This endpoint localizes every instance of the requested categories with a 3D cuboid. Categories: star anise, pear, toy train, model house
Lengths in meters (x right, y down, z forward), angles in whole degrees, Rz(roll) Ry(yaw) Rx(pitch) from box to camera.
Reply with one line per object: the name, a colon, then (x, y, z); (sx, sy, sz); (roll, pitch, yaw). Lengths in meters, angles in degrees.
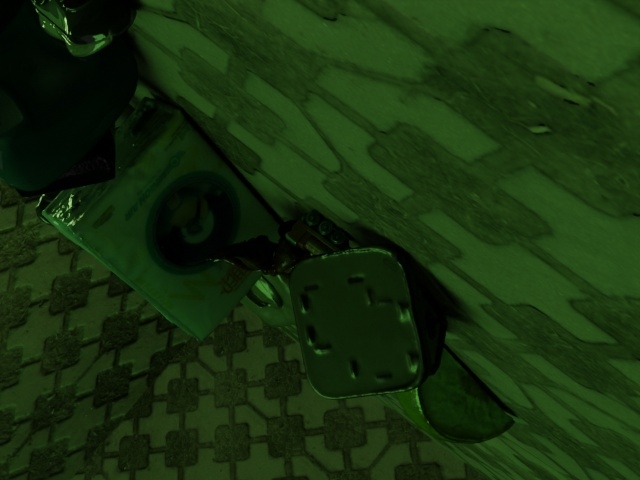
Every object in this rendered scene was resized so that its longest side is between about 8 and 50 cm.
star anise: (-0.072, 0.013, 1.613); (0.272, 0.103, 0.272); (5, 172, 1)
pear: (0.206, 0.278, 1.796); (0.288, 0.139, 0.239); (46, 177, -25)
toy train: (0.000, 0.000, 1.479); (0.103, 0.064, 0.044); (36, 168, 22)
model house: (0.106, 0.107, 1.449); (0.204, 0.218, 0.278); (-10, -179, 26)

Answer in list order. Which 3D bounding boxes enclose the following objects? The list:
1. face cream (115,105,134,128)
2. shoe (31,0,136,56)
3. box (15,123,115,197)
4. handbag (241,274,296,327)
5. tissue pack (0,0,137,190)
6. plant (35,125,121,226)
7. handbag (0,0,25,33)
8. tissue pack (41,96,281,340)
face cream: (-0.471, -0.281, 1.904); (0.143, 0.089, 0.314); (-29, 120, 32)
shoe: (-0.334, -0.322, 1.228); (0.227, 0.099, 0.112); (30, 158, 49)
box: (-0.436, -0.198, 1.570); (0.071, 0.168, 0.259); (78, -179, -51)
handbag: (-0.109, 0.095, 2.101); (0.253, 0.109, 0.316); (47, 151, -18)
tissue pack: (-0.422, -0.219, 1.413); (0.198, 0.287, 0.206); (33, 163, 16)
plant: (-0.404, -0.111, 1.810); (0.199, 0.276, 0.188); (41, 139, 0)
handbag: (-0.667, -0.462, 1.595); (0.302, 0.178, 0.275); (36, -175, 27)
tissue pack: (-0.267, -0.029, 1.694); (0.162, 0.287, 0.388); (32, 168, 45)
